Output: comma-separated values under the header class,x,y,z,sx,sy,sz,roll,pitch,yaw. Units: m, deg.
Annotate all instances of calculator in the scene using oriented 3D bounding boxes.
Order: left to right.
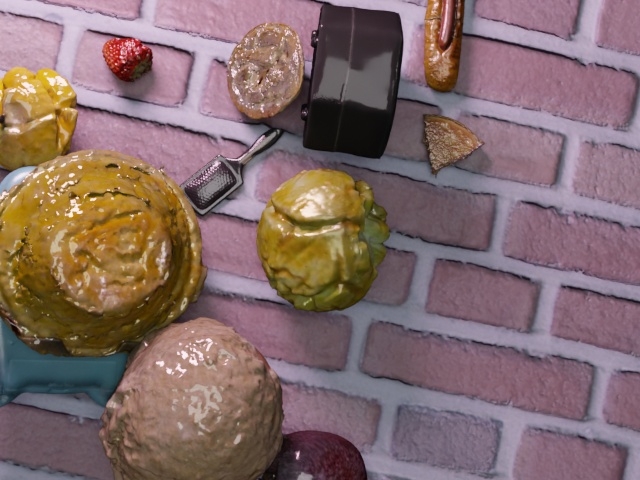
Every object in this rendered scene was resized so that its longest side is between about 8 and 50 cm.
class,x,y,z,sx,sy,sz,roll,pitch,yaw
calculator,-0.391,0.065,1.799,0.256,0.054,0.386,4,88,-28

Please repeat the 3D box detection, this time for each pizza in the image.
class,x,y,z,sx,sy,sz,roll,pitch,yaw
pizza,0.199,-0.166,1.909,0.100,0.029,0.099,-33,82,-7

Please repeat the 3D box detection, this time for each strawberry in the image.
class,x,y,z,sx,sy,sz,roll,pitch,yaw
strawberry,-0.309,-0.291,1.855,0.083,0.073,0.073,39,85,13

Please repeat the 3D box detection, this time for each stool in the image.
class,x,y,z,sx,sy,sz,roll,pitch,yaw
stool,0.047,-0.245,1.806,0.141,0.232,0.232,7,87,-2

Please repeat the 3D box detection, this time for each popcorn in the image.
class,x,y,z,sx,sy,sz,roll,pitch,yaw
popcorn,-0.446,-0.186,1.803,0.148,0.152,0.167,28,100,-3
popcorn,0.000,0.000,1.812,0.204,0.183,0.221,7,90,26

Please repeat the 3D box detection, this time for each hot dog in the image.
class,x,y,z,sx,sy,sz,roll,pitch,yaw
hot dog,0.201,-0.349,1.904,0.066,0.047,0.216,7,87,-1

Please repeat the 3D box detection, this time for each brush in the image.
class,x,y,z,sx,sy,sz,roll,pitch,yaw
brush,-0.138,-0.119,1.884,0.193,0.016,0.063,-40,92,-4

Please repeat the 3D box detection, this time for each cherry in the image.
class,x,y,z,sx,sy,sz,roll,pitch,yaw
cherry,-0.008,0.378,1.815,0.176,0.140,0.176,0,90,-17

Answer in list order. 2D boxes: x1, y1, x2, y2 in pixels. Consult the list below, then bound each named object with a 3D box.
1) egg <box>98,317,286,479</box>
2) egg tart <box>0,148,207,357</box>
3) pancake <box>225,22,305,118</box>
class,x,y,z,sx,sy,sz,roll,pitch,yaw
egg,-0.187,0.262,1.736,0.279,0.279,0.310,28,112,-3
egg tart,-0.323,0.021,1.732,0.341,0.132,0.341,0,89,-26
pancake,-0.084,-0.268,1.857,0.158,0.028,0.158,-7,77,31
